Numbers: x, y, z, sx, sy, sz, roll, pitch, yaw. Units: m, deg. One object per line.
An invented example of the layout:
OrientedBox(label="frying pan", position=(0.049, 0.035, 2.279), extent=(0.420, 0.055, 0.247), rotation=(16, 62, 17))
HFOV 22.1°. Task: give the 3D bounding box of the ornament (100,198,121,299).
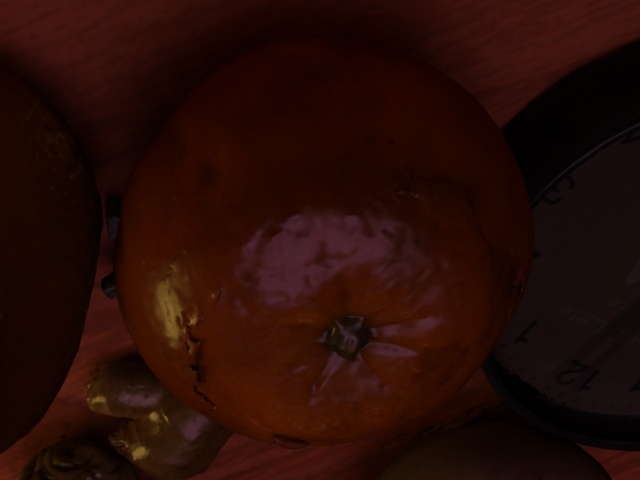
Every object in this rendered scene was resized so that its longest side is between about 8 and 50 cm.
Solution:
OrientedBox(label="ornament", position=(-0.131, 0.016, 1.196), extent=(0.068, 0.041, 0.092), rotation=(-7, 125, -33))

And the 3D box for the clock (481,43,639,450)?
OrientedBox(label="clock", position=(0.290, 0.012, 1.267), extent=(0.386, 0.076, 0.386), rotation=(-7, 130, -8))

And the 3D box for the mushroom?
OrientedBox(label="mushroom", position=(0.143, 0.254, 1.368), extent=(0.226, 0.178, 0.226), rotation=(-6, 150, -3))

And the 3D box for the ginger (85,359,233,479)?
OrientedBox(label="ginger", position=(-0.035, 0.093, 1.268), extent=(0.299, 0.065, 0.118), rotation=(-27, 117, 9))

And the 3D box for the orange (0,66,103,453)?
OrientedBox(label="orange", position=(-0.290, 0.038, 1.106), extent=(0.262, 0.196, 0.334), rotation=(19, 131, -11))

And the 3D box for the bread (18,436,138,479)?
OrientedBox(label="bread", position=(-0.166, 0.260, 1.365), extent=(0.087, 0.098, 0.269), rotation=(-51, 137, -26))

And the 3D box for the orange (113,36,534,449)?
OrientedBox(label="orange", position=(0.000, 0.000, 1.090), extent=(0.284, 0.226, 0.284), rotation=(-10, 129, -12))
